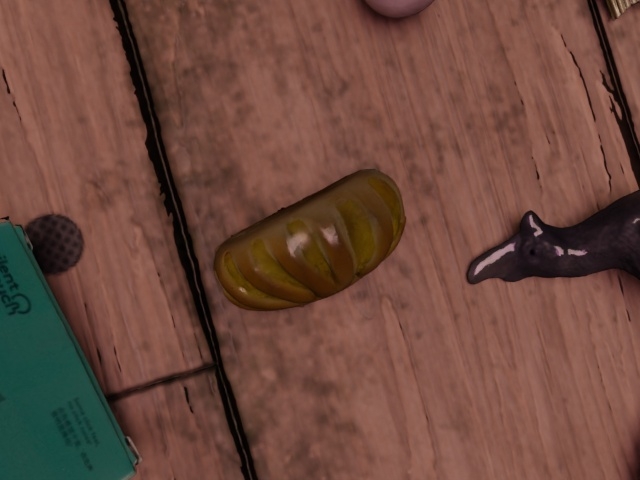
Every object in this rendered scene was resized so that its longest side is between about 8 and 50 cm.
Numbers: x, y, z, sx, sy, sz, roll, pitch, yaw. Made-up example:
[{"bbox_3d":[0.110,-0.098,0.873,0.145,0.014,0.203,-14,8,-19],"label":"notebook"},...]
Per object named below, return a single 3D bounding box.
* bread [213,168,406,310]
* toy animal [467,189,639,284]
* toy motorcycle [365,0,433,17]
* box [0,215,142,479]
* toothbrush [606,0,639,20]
[{"bbox_3d":[0.000,0.000,0.473,0.157,0.094,0.083,-28,86,-16],"label":"bread"},{"bbox_3d":[0.324,0.005,0.484,0.367,0.081,0.206,22,94,13],"label":"toy animal"},{"bbox_3d":[0.113,-0.291,0.510,0.112,0.112,0.254,41,84,-3],"label":"toy motorcycle"},{"bbox_3d":[-0.266,0.122,0.323,0.118,0.311,0.205,-25,91,24],"label":"box"},{"bbox_3d":[0.419,-0.281,0.571,0.375,0.028,0.037,-23,95,-7],"label":"toothbrush"}]
